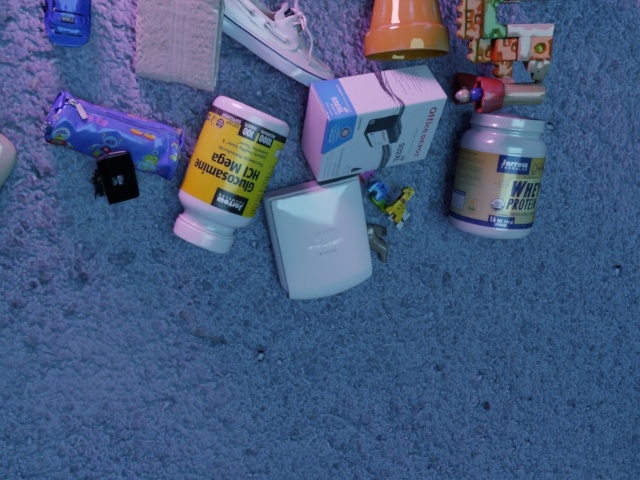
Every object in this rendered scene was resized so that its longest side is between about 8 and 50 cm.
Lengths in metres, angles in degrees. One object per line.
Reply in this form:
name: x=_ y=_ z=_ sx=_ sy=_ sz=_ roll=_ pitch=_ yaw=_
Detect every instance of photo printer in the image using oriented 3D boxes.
photo printer: x=0.000 y=0.000 z=1.735 sx=0.255 sy=0.107 sz=0.308 roll=-14 pitch=111 yaw=-12

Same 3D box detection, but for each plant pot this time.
plant pot: x=0.205 y=-0.540 z=1.614 sx=0.205 sy=0.205 sz=0.188 roll=-5 pitch=98 yaw=-21

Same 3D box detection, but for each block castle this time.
block castle: x=0.407 y=-0.545 z=1.621 sx=0.212 sy=0.303 sz=0.454 roll=-2 pitch=108 yaw=-3

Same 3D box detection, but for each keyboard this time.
keyboard: x=-0.463 y=-0.145 z=1.494 sx=0.100 sy=0.038 sz=0.192 roll=-16 pitch=156 yaw=-16

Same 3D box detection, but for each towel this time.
towel: x=-0.305 y=-0.471 z=1.442 sx=0.187 sy=0.049 sz=0.282 roll=12 pitch=121 yaw=1

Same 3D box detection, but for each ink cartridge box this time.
ink cartridge box: x=0.124 y=-0.284 z=1.637 sx=0.307 sy=0.129 sz=0.223 roll=-14 pitch=148 yaw=-18

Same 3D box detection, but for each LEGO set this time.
LEGO set: x=0.188 y=-0.125 z=1.791 sx=0.093 sy=0.087 sz=0.227 roll=-46 pitch=118 yaw=-3

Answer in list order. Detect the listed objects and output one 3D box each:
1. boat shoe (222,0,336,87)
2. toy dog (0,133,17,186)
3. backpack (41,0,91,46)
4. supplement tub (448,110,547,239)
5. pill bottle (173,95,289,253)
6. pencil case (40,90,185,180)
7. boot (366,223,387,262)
boat shoe: x=-0.088 y=-0.489 z=1.535 sx=0.367 sy=0.136 sz=0.156 roll=31 pitch=110 yaw=-20
toy dog: x=-0.772 y=-0.072 z=1.237 sx=0.284 sy=0.408 sz=0.396 roll=31 pitch=92 yaw=-26
backpack: x=-0.526 y=-0.462 z=1.391 sx=0.097 sy=0.101 sz=0.120 roll=5 pitch=108 yaw=-16
supplement tub: x=0.479 y=-0.179 z=1.814 sx=0.228 sy=0.228 sz=0.317 roll=0 pitch=106 yaw=-22
pill bottle: x=-0.216 y=-0.149 z=1.562 sx=0.187 sy=0.188 sz=0.334 roll=19 pitch=98 yaw=-26
pencil case: x=-0.448 y=-0.231 z=1.477 sx=0.306 sy=0.133 sz=0.120 roll=16 pitch=59 yaw=-26
boot: x=0.139 y=0.010 z=1.842 sx=0.086 sy=0.042 sz=0.119 roll=-7 pitch=107 yaw=-14
